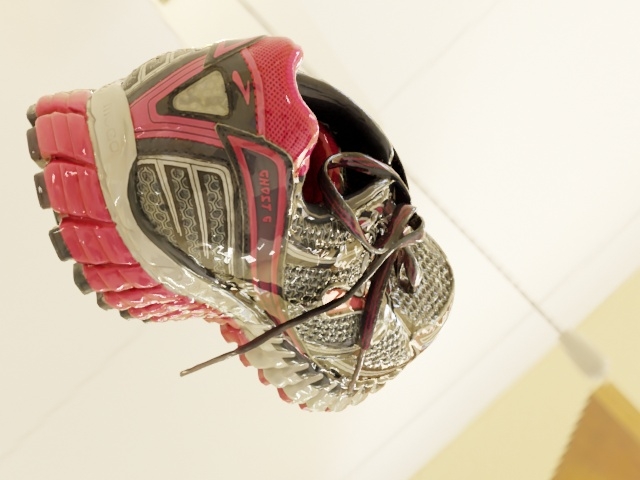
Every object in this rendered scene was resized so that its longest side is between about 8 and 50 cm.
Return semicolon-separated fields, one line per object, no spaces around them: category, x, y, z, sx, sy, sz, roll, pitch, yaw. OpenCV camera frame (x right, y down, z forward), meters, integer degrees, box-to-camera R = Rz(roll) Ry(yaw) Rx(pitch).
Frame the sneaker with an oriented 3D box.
sneaker;0.000;0.000;0.684;0.112;0.121;0.299;-21;-19;19
